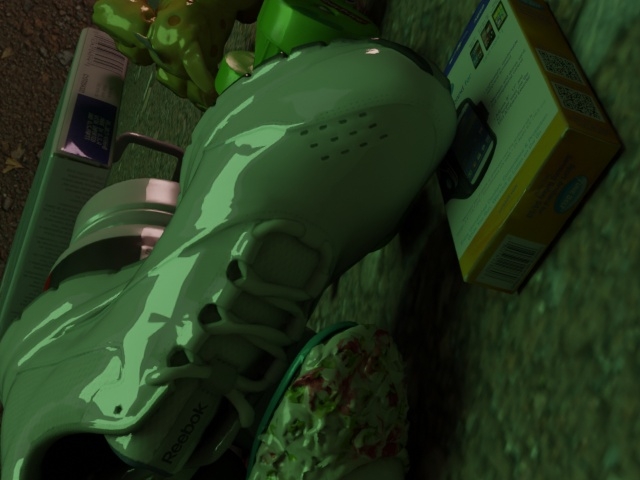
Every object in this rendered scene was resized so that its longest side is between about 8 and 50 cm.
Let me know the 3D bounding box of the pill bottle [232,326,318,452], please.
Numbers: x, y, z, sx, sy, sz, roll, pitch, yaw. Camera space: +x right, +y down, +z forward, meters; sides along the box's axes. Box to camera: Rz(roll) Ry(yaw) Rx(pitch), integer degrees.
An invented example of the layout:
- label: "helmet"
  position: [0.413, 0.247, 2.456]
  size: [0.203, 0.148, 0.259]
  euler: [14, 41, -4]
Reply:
- label: "pill bottle"
  position: [-0.034, 0.084, 0.573]
  size: [0.137, 0.078, 0.078]
  euler: [167, 117, -70]

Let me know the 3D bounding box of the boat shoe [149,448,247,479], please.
- label: "boat shoe"
  position: [-0.092, 0.220, 0.593]
  size: [0.109, 0.091, 0.305]
  euler: [-43, -14, -46]

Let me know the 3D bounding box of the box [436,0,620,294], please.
- label: "box"
  position: [0.080, -0.052, 0.428]
  size: [0.136, 0.028, 0.081]
  euler: [-93, 25, -50]

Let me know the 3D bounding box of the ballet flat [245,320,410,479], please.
- label: "ballet flat"
  position: [-0.002, 0.149, 0.454]
  size: [0.077, 0.091, 0.241]
  euler: [44, 127, 36]

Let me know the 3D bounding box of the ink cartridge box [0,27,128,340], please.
- label: "ink cartridge box"
  position: [-0.304, -0.035, 1.126]
  size: [0.324, 0.071, 0.330]
  euler: [-101, 32, -55]

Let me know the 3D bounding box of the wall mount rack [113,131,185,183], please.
- label: "wall mount rack"
  position: [-0.241, 0.054, 1.145]
  size: [0.350, 0.130, 0.304]
  euler: [-102, 32, -57]

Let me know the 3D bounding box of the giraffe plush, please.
- label: "giraffe plush"
  position: [-0.120, -0.247, 1.022]
  size: [0.170, 0.181, 0.210]
  euler: [-54, 6, -5]

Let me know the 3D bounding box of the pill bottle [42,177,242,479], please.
- label: "pill bottle"
  position: [-0.140, 0.091, 0.754]
  size: [0.283, 0.161, 0.161]
  euler: [-95, 27, -48]

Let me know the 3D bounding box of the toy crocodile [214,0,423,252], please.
- label: "toy crocodile"
  position: [-0.004, -0.111, 0.638]
  size: [0.340, 0.105, 0.115]
  euler: [-99, 30, -61]

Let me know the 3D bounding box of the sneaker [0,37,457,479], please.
- label: "sneaker"
  position: [-0.045, 0.035, 0.451]
  size: [0.297, 0.111, 0.129]
  euler: [-45, 31, 22]
